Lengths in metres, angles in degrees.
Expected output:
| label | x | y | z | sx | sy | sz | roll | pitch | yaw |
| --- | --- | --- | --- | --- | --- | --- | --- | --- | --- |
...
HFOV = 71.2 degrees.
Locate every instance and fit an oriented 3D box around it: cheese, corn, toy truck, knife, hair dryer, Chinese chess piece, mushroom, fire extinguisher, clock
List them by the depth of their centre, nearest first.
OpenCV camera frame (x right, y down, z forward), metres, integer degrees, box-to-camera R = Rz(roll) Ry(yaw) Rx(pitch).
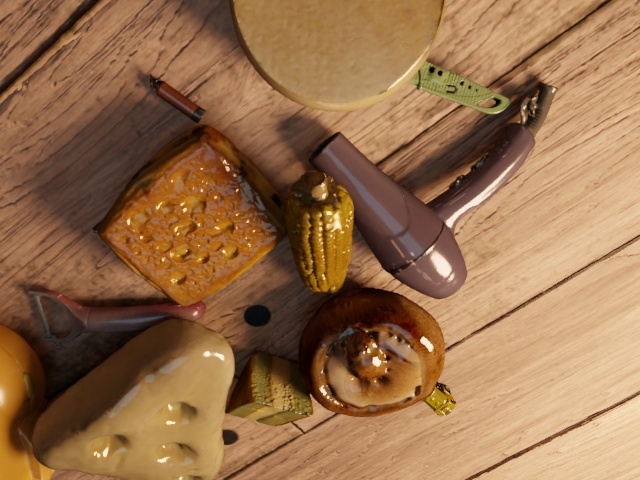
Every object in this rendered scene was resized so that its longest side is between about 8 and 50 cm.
| label | x | y | z | sx | sy | sz | roll | pitch | yaw |
| --- | --- | --- | --- | --- | --- | --- | --- | --- | --- |
| Chinese chess piece | 0.019 | -0.281 | 0.527 | 0.251 | 0.097 | 0.250 | 0 | 108 | 1 |
| knife | 0.120 | -0.231 | 0.605 | 0.293 | 0.020 | 0.043 | 20 | 89 | -4 |
| fire extinguisher | -0.197 | -0.195 | 0.610 | 0.083 | 0.022 | 0.028 | 35 | 145 | -20 |
| corn | 0.000 | 0.000 | 0.653 | 0.097 | 0.097 | 0.261 | -6 | 144 | -3 |
| hair dryer | 0.195 | -0.114 | 0.667 | 0.361 | 0.121 | 0.301 | -42 | 105 | 5 |
| clock | -0.578 | 0.291 | 0.714 | 0.244 | 0.200 | 0.316 | -4 | 99 | -4 |
| knife | -0.337 | 0.136 | 0.754 | 0.278 | 0.053 | 0.123 | -1 | 123 | -4 |
| mushroom | 0.088 | 0.193 | 0.766 | 0.253 | 0.153 | 0.253 | 2 | 120 | 3 |
| cheese | -0.243 | 0.294 | 0.782 | 0.328 | 0.129 | 0.351 | -43 | 130 | 8 |
| toy truck | 0.232 | 0.313 | 0.898 | 0.049 | 0.054 | 0.083 | -41 | 115 | 14 |

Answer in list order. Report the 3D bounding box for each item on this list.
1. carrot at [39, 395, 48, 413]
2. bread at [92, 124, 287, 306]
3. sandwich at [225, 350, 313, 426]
| label | x | y | z | sx | sy | sz | roll | pitch | yaw |
| --- | --- | --- | --- | --- | --- | --- | --- | --- | --- |
| carrot | -0.569 | 0.368 | 0.850 | 0.061 | 0.061 | 0.209 | 33 | 106 | -20 |
| bread | -0.182 | -0.033 | 0.658 | 0.235 | 0.099 | 0.210 | -38 | 117 | 7 |
| sandwich | -0.104 | 0.316 | 0.817 | 0.117 | 0.144 | 0.187 | 20 | 113 | -13 |
